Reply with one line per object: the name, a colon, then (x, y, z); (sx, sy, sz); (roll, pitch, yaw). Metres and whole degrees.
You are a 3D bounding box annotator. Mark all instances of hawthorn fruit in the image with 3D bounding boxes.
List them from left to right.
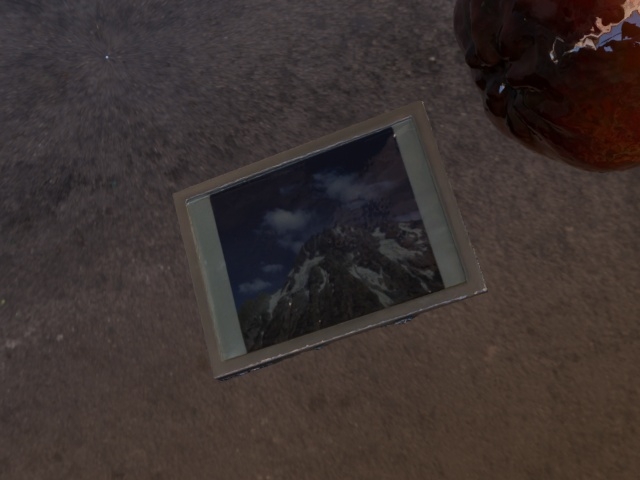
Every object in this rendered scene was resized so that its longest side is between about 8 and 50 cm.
hawthorn fruit: (0.265, -0.206, 0.675); (0.300, 0.254, 0.254); (-36, 109, -11)

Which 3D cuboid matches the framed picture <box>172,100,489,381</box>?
framed picture: (0.000, 0.000, 0.785); (0.281, 0.019, 0.209); (-21, 72, 11)
